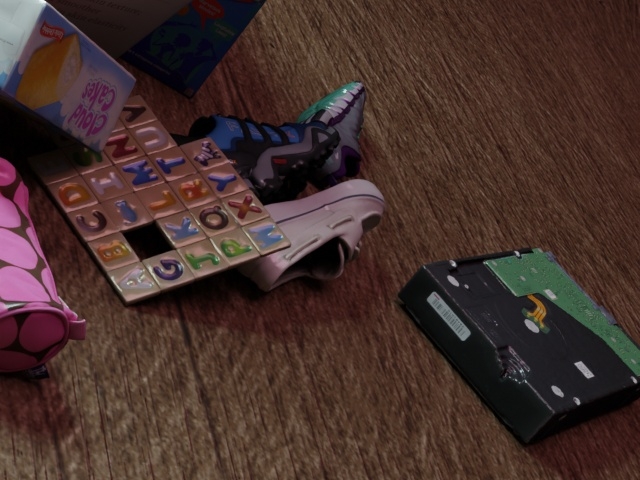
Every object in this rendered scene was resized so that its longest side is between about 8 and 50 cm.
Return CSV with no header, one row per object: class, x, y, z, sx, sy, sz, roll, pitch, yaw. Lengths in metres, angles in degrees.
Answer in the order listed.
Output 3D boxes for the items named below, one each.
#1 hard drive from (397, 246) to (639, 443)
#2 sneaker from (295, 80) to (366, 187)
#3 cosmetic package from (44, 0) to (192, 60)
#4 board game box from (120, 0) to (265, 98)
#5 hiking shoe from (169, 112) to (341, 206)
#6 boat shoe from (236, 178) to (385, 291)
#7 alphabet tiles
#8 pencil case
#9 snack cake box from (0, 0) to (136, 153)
hard drive,0.261,0.118,1.920,0.237,0.064,0.339,49,27,19
sneaker,0.020,-0.130,2.015,0.098,0.083,0.224,58,28,-9
cosmetic package,-0.267,-0.419,1.611,0.329,0.393,0.328,11,57,-47
board game box,-0.160,-0.287,1.842,0.160,0.210,0.047,29,31,-20
hiking shoe,-0.077,-0.102,1.765,0.132,0.113,0.304,43,25,7
boat shoe,0.000,0.000,1.727,0.088,0.096,0.267,51,28,15
alphabet tiles,-0.171,-0.052,1.585,0.198,0.009,0.237,-20,60,-34
pencil case,-0.272,0.015,1.337,0.098,0.095,0.209,-14,51,-17
snack cake box,-0.290,-0.175,1.470,0.152,0.089,0.264,25,-3,14
